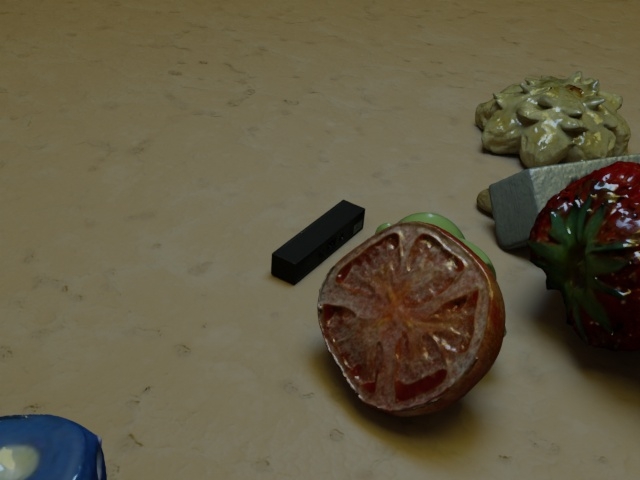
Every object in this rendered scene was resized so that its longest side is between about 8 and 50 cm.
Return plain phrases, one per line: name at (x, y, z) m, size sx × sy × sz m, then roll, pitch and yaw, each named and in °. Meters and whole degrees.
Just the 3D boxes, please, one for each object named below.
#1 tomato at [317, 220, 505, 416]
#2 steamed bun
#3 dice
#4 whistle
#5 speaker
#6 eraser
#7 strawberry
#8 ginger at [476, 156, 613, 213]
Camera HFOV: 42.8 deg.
tomato at (0.112, 0.097, 0.986) m, size 0.237 × 0.236 × 0.095 m, roll 33°, pitch 1°, yaw 36°
steamed bun at (0.440, -0.239, 1.546) m, size 0.296 × 0.137 × 0.292 m, roll 23°, pitch 42°, yaw 22°
dice at (-0.274, 0.254, 0.742) m, size 0.147 × 0.146 × 0.143 m, roll -1°, pitch 33°, yaw -5°
whistle at (0.170, 0.048, 1.115) m, size 0.131 × 0.106 × 0.288 m, roll 3°, pitch 30°, yaw -21°
speaker at (0.000, 0.000, 1.234) m, size 0.046 × 0.040 × 0.191 m, roll 25°, pitch 39°, yaw 25°
eraser at (0.446, -0.067, 1.256) m, size 0.353 × 0.077 × 0.111 m, roll -8°, pitch 77°, yaw -1°
strawberry at (0.434, 0.011, 1.073) m, size 0.289 × 0.238 × 0.250 m, roll -6°, pitch 75°, yaw -26°
ginger at (0.428, -0.069, 1.339) m, size 0.334 × 0.081 × 0.147 m, roll -3°, pitch 72°, yaw 1°
